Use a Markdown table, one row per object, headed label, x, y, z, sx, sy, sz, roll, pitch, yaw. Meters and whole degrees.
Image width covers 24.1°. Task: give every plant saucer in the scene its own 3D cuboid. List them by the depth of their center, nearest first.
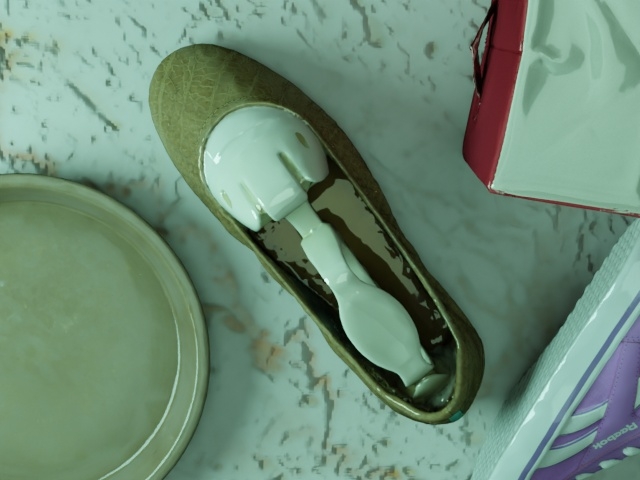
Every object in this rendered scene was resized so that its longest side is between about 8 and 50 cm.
| label | x | y | z | sx | sy | sz | roll | pitch | yaw |
| --- | --- | --- | --- | --- | --- | --- | --- | --- | --- |
| plant saucer | -0.220 | 0.085 | 1.132 | 0.278 | 0.041 | 0.278 | 0 | 99 | 1 |

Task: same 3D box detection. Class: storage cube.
| label | x | y | z | sx | sy | sz | roll | pitch | yaw |
| --- | --- | --- | --- | --- | --- | --- | --- | --- | --- |
| storage cube | 0.212 | -0.116 | 1.018 | 0.215 | 0.193 | 0.183 | 10 | 99 | 0 |

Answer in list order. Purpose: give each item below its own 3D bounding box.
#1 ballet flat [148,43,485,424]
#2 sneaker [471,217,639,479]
| label | x | y | z | sx | sy | sz | roll | pitch | yaw |
| --- | --- | --- | --- | --- | --- | --- | --- | --- | --- |
| ballet flat | 0.000 | 0.000 | 1.073 | 0.116 | 0.124 | 0.342 | -36 | 97 | 5 |
| sneaker | 0.224 | 0.132 | 1.074 | 0.161 | 0.102 | 0.282 | 30 | 119 | -3 |
